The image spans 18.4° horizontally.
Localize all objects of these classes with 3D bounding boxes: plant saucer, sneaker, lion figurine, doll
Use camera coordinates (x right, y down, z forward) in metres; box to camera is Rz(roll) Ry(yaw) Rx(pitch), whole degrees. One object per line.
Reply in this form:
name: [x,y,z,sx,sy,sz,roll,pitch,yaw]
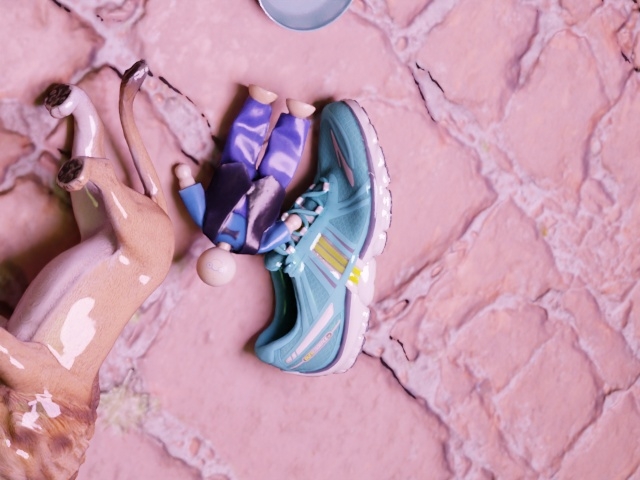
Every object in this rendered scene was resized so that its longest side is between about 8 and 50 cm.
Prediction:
plant saucer: [-0.015,-0.254,1.837,0.119,0.021,0.119,-11,112,-30]
sneaker: [0.000,0.000,1.890,0.110,0.107,0.275,4,102,-21]
lion figurine: [-0.219,0.054,1.739,0.392,0.142,0.240,-52,133,-13]
doll: [-0.073,-0.048,1.836,0.129,0.046,0.189,20,88,-9]
